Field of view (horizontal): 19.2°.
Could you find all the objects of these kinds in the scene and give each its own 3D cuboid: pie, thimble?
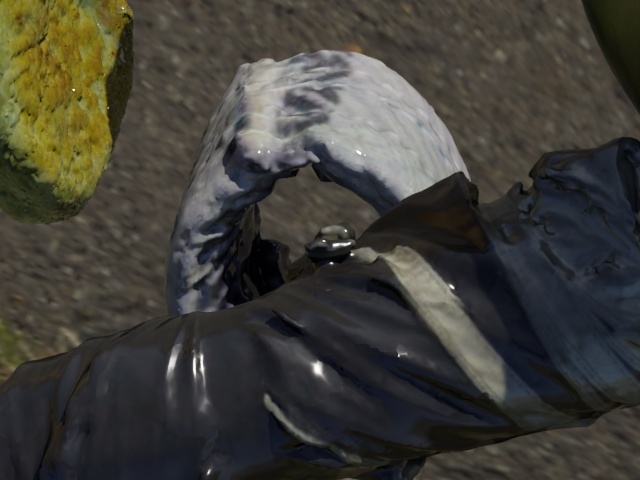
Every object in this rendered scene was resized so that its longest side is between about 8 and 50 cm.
[{"bbox_3d":[-0.211,-0.147,1.365,0.078,0.277,0.277,-3,77,17],"label":"pie"},{"bbox_3d":[0.000,0.000,1.318,0.217,0.245,0.157,-8,31,7],"label":"thimble"}]

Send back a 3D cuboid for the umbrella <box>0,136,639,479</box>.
[{"bbox_3d":[-0.015,0.054,0.757,0.358,0.106,0.113,-18,90,9],"label":"umbrella"}]

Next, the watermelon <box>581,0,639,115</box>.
[{"bbox_3d":[0.234,-0.105,0.750,0.331,0.189,0.331,5,66,-11],"label":"watermelon"}]
